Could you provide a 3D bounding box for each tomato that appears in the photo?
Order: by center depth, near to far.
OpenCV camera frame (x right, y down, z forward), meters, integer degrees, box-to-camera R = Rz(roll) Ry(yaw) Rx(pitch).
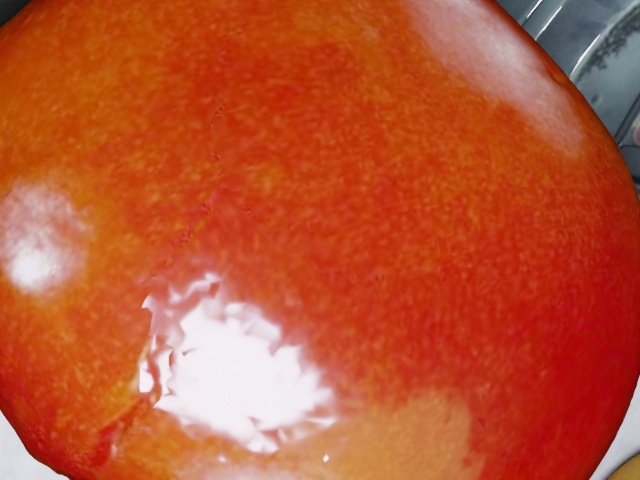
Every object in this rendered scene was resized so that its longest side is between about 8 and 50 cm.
[{"bbox_3d":[0.000,0.000,0.484,0.226,0.298,0.298,-44,132,7],"label":"tomato"}]

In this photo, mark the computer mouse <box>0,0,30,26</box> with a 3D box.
[{"bbox_3d":[-0.161,-0.093,0.349,0.269,0.100,0.170,-23,164,29],"label":"computer mouse"}]

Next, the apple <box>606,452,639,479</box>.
[{"bbox_3d":[0.299,0.266,0.892,0.253,0.253,0.254,-15,129,-20],"label":"apple"}]

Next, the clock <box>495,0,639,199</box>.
[{"bbox_3d":[0.194,-0.072,0.681,0.312,0.061,0.313,-15,128,-20],"label":"clock"}]
